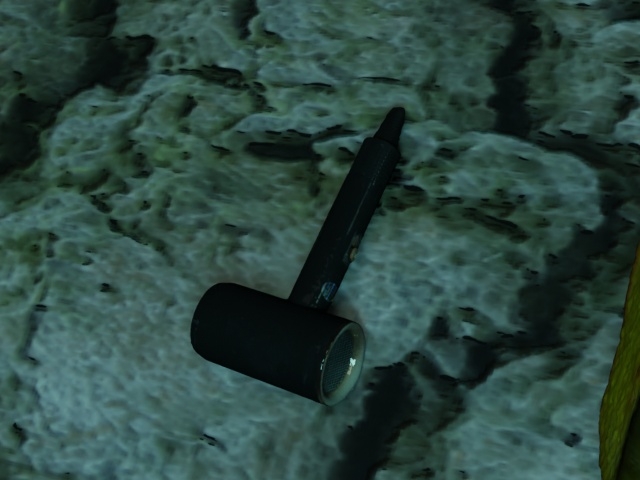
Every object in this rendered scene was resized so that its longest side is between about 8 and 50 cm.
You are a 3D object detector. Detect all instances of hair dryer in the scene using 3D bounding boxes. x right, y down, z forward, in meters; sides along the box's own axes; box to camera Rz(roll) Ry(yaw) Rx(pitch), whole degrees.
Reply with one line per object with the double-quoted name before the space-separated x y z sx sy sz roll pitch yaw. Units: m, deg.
"hair dryer" 0.000 0.000 1.290 0.128 0.070 0.255 15 69 26

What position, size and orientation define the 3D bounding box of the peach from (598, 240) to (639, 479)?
"peach" 0.347 0.071 1.023 0.380 0.242 0.306 -11 88 3
